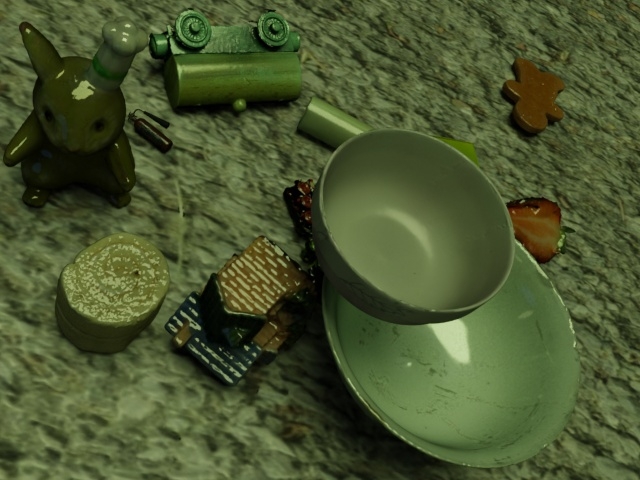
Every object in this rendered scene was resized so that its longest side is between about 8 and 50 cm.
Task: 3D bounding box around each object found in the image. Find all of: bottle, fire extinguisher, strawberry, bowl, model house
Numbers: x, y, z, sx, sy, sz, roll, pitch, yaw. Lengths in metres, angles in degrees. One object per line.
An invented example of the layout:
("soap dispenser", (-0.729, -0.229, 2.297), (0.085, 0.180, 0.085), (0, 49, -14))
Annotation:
("bottle", (0.057, -0.207, 1.342), (0.201, 0.072, 0.072), (27, 53, -7))
("fire extinguisher", (-0.299, -0.203, 1.200), (0.100, 0.046, 0.032), (40, 40, 1))
("strawberry", (0.420, -0.019, 1.378), (0.192, 0.085, 0.141), (-18, 88, -29))
("bowl", (0.110, -0.003, 0.952), (0.286, 0.144, 0.287), (11, 57, -18))
("model house", (-0.121, 0.113, 0.999), (0.166, 0.183, 0.172), (43, 51, 7))
("bowl", (0.174, 0.165, 1.089), (0.434, 0.196, 0.435), (11, 57, -17))

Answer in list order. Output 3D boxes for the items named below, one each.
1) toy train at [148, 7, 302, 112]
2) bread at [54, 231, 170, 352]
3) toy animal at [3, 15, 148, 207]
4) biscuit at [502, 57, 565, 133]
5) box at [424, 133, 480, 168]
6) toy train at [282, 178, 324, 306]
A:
("toy train", (-0.174, -0.338, 1.312), (0.307, 0.126, 0.190), (-10, 97, -29))
("bread", (-0.296, 0.079, 0.971), (0.148, 0.141, 0.134), (-33, 81, -34))
("toy animal", (-0.350, -0.168, 0.979), (0.181, 0.363, 0.181), (6, 73, -16))
("biscuit", (0.511, -0.342, 1.648), (0.165, 0.036, 0.250), (27, 50, -6))
("box", (0.250, -0.066, 1.358), (0.186, 0.047, 0.335), (6, 58, -20))
("toy train", (0.000, 0.000, 1.205), (0.085, 0.053, 0.250), (0, 60, -33))
